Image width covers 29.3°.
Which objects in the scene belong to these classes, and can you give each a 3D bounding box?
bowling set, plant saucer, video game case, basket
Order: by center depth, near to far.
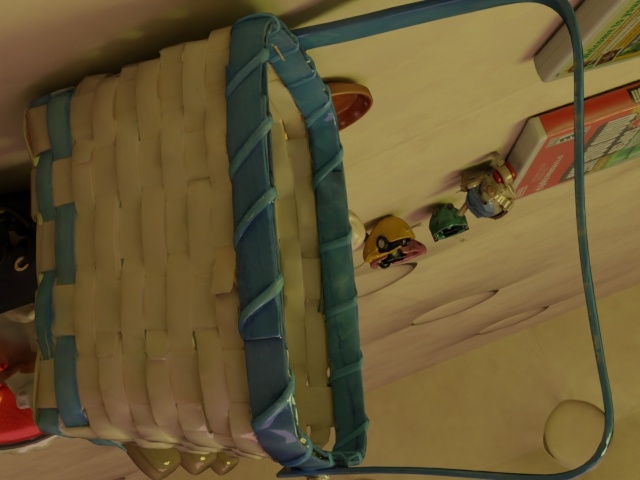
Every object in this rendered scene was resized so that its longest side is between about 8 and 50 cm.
[{"bbox_3d":[0.000,0.000,0.646,0.289,0.255,0.201,-4,169,17],"label":"basket"},{"bbox_3d":[-0.007,-0.082,0.799,0.083,0.013,0.083,-19,166,-5],"label":"plant saucer"},{"bbox_3d":[0.263,-0.176,0.801,0.193,0.023,0.212,-16,168,-17],"label":"video game case"},{"bbox_3d":[0.308,-0.113,1.128,0.285,0.025,0.204,-19,167,-6],"label":"video game case"},{"bbox_3d":[-0.127,0.160,1.419,0.200,0.154,0.287,-40,165,2],"label":"bowling set"}]

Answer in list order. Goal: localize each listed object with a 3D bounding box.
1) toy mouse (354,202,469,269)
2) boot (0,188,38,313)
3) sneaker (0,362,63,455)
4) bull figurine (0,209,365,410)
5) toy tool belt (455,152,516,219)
[{"bbox_3d":[0.096,-0.006,1.232,0.143,0.031,0.161,-9,163,-40],"label":"toy mouse"},{"bbox_3d":[-0.197,-0.003,0.691,0.178,0.085,0.236,-16,171,-31],"label":"boot"},{"bbox_3d":[-0.309,0.135,1.055,0.279,0.107,0.118,-19,158,-15],"label":"sneaker"},{"bbox_3d":[-0.098,0.046,0.900,0.310,0.101,0.188,-11,-166,-15],"label":"bull figurine"},{"bbox_3d":[0.149,-0.043,1.118,0.051,0.052,0.083,-28,167,-4],"label":"toy tool belt"}]
